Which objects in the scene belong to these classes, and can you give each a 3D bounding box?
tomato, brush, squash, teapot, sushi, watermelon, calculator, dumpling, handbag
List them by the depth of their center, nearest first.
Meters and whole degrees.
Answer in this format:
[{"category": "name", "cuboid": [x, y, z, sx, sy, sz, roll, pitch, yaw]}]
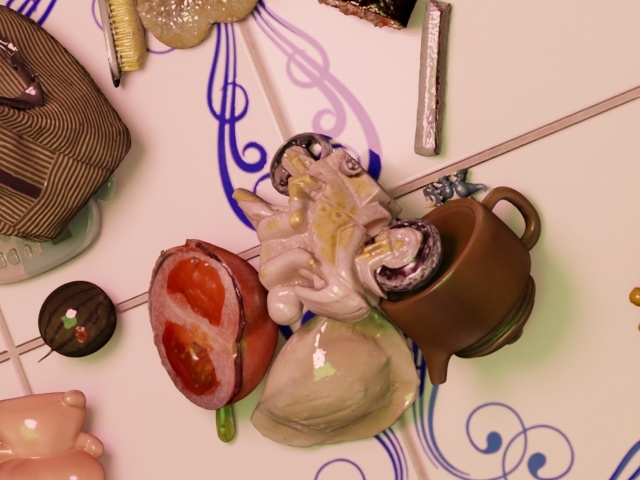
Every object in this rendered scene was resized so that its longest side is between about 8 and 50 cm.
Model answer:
[{"category": "teapot", "cuboid": [0.194, 0.056, 1.644, 0.175, 0.185, 0.268, 43, 72, -24]}, {"category": "sushi", "cuboid": [0.053, -0.324, 1.696, 0.150, 0.090, 0.078, 23, 95, 14]}, {"category": "dumpling", "cuboid": [0.022, 0.193, 1.716, 0.179, 0.131, 0.252, 33, 111, -16]}, {"category": "handbag", "cuboid": [-0.448, -0.168, 1.725, 0.247, 0.240, 0.341, -46, 67, 12]}, {"category": "tomato", "cuboid": [-0.133, 0.101, 1.749, 0.199, 0.112, 0.228, 28, 119, 38]}, {"category": "brush", "cuboid": [-0.286, -0.359, 1.803, 0.060, 0.068, 0.297, -12, 87, -5]}, {"category": "squash", "cuboid": [-0.131, 0.233, 1.803, 0.027, 0.027, 0.089, -3, 90, 15]}, {"category": "watermelon", "cuboid": [-0.343, 0.118, 1.808, 0.105, 0.105, 0.133, 41, 84, 9]}, {"category": "calculator", "cuboid": [-0.410, -0.045, 1.856, 0.295, 0.042, 0.184, -24, 86, 17]}]

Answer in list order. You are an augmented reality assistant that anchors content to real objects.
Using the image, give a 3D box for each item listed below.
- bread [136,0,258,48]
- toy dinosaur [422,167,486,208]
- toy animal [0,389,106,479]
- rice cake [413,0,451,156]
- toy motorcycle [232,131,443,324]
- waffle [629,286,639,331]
[{"category": "bread", "cuboid": [-0.160, -0.409, 1.767, 0.207, 0.056, 0.287, -9, 91, 17]}, {"category": "toy dinosaur", "cuboid": [0.173, -0.064, 1.705, 0.083, 0.030, 0.047, -20, 88, 16]}, {"category": "toy animal", "cuboid": [-0.385, 0.311, 1.807, 0.171, 0.171, 0.198, -11, 83, 15]}, {"category": "rice cake", "cuboid": [0.146, -0.212, 1.705, 0.033, 0.033, 0.208, 5, 93, 24]}, {"category": "toy motorcycle", "cuboid": [0.000, 0.000, 1.654, 0.223, 0.108, 0.341, -47, 45, 4]}, {"category": "waffle", "cuboid": [0.530, 0.070, 1.599, 0.293, 0.069, 0.260, -31, 86, 13]}]
